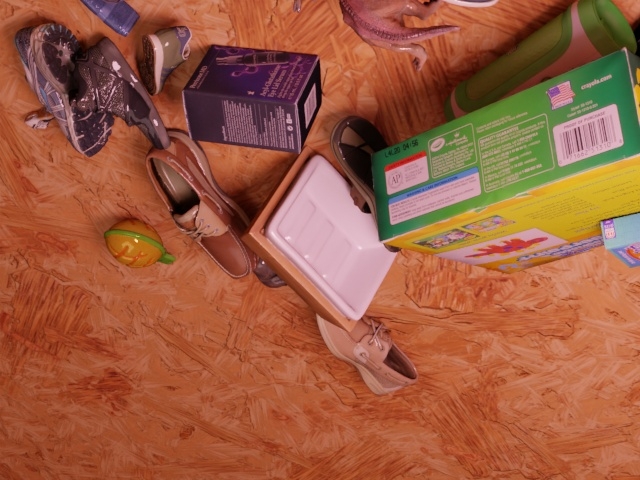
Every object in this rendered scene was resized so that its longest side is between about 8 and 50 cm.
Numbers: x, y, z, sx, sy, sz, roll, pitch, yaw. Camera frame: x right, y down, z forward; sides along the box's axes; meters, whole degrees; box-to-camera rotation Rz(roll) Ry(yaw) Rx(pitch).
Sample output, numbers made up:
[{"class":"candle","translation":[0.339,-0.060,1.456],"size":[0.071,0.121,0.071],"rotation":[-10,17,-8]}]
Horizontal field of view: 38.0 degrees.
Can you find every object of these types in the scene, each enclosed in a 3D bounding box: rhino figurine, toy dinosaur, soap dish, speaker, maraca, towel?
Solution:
[{"class":"rhino figurine","translation":[-0.140,0.010,1.929],"size":[0.106,0.073,0.243],"rotation":[-21,120,46]},{"class":"toy dinosaur","translation":[0.065,-0.355,1.396],"size":[0.200,0.296,0.127],"rotation":[7,121,-44]},{"class":"soap dish","translation":[0.000,0.000,1.773],"size":[0.291,0.229,0.118],"rotation":[46,147,-24]},{"class":"speaker","translation":[0.337,-0.256,1.454],"size":[0.131,0.131,0.296],"rotation":[40,133,-20]},{"class":"maraca","translation":[-0.391,0.015,2.013],"size":[0.127,0.099,0.186],"rotation":[6,160,26]},{"class":"towel","translation":[-0.373,-0.407,1.608],"size":[0.119,0.067,0.029],"rotation":[41,131,-21]}]

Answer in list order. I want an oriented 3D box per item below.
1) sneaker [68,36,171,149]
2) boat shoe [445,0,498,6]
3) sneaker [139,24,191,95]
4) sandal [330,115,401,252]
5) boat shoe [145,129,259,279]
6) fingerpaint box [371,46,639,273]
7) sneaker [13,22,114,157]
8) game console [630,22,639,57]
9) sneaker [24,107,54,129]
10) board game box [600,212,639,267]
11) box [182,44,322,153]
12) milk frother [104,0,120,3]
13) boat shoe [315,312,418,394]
[{"class":"sneaker","translation":[-0.375,-0.245,1.704],"size":[0.130,0.087,0.227],"rotation":[-36,111,-4]},{"class":"boat shoe","translation":[0.163,-0.434,1.375],"size":[0.254,0.095,0.079],"rotation":[31,147,2]},{"class":"sneaker","translation":[-0.270,-0.322,1.654],"size":[0.064,0.086,0.192],"rotation":[60,161,8]},{"class":"sandal","translation":[0.099,-0.109,1.719],"size":[0.086,0.120,0.303],"rotation":[13,142,49]},{"class":"boat shoe","translation":[-0.243,-0.056,1.819],"size":[0.122,0.120,0.324],"rotation":[-24,106,31]},{"class":"fingerpaint box","translation":[0.366,-0.097,1.437],"size":[0.444,0.163,0.371],"rotation":[-20,157,41]},{"class":"sneaker","translation":[-0.487,-0.288,1.762],"size":[0.122,0.110,0.283],"rotation":[15,137,32]},{"class":"game console","translation":[0.651,-0.262,1.401],"size":[0.361,0.044,0.213],"rotation":[28,136,-9]},{"class":"sneaker","translation":[-0.554,-0.244,1.864],"size":[0.083,0.032,0.037],"rotation":[-7,144,32]},{"class":"board game box","translation":[0.547,-0.014,1.394],"size":[0.210,0.047,0.160],"rotation":[-14,161,29]},{"class":"box","translation":[-0.115,-0.247,1.611],"size":[0.207,0.153,0.108],"rotation":[8,135,12]},{"class":"milk frother","translation":[-0.323,-0.433,1.515],"size":[0.143,0.134,0.129],"rotation":[-35,84,37]},{"class":"boat shoe","translation":[0.103,0.214,2.020],"size":[0.110,0.122,0.341],"rotation":[-16,136,26]}]
